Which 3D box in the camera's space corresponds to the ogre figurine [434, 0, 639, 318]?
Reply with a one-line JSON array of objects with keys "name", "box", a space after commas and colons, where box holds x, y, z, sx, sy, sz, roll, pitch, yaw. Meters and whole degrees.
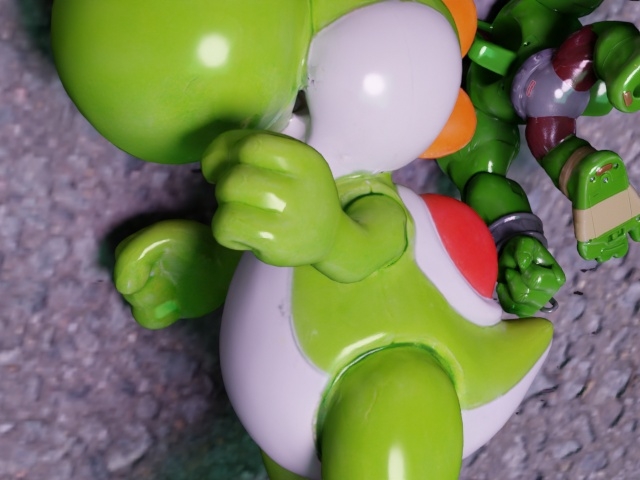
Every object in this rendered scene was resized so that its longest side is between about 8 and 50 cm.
[{"name": "ogre figurine", "box": [0.118, -0.075, 0.919, 0.097, 0.118, 0.197, -6, 123, -31]}]

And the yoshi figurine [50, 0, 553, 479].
[{"name": "yoshi figurine", "box": [-0.028, 0.003, 0.828, 0.203, 0.203, 0.362, -17, 103, -66]}]
